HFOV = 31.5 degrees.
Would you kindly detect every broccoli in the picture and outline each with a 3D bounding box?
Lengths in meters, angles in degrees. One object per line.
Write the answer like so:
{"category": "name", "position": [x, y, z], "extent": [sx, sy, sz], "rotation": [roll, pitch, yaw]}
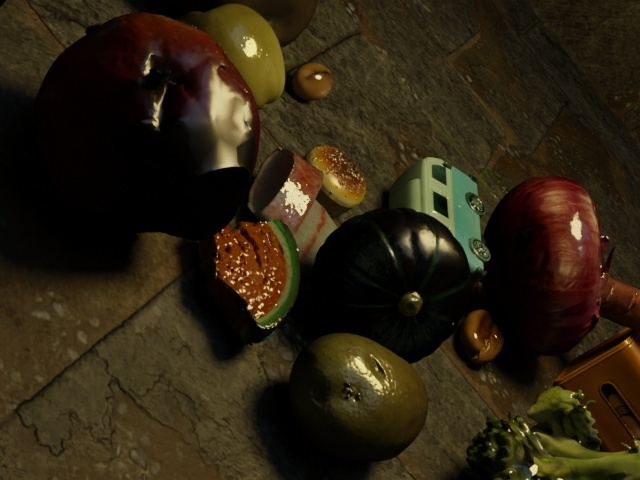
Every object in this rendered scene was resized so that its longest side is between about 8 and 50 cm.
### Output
{"category": "broccoli", "position": [0.376, 0.400, 1.689], "extent": [0.348, 0.281, 0.293], "rotation": [54, 28, 3]}

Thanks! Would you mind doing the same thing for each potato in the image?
{"category": "potato", "position": [0.061, 0.218, 1.573], "extent": [0.251, 0.159, 0.174], "rotation": [20, 65, -57]}

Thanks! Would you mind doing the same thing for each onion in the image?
{"category": "onion", "position": [0.384, 0.046, 2.125], "extent": [0.285, 0.347, 0.347], "rotation": [-3, 49, -6]}

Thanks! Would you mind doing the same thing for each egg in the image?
{"category": "egg", "position": [-0.019, -0.295, 2.113], "extent": [0.083, 0.071, 0.071], "rotation": [-6, 62, -43]}

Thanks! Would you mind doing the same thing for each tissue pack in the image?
{"category": "tissue pack", "position": [0.618, 0.328, 2.217], "extent": [0.274, 0.194, 0.145], "rotation": [55, 33, 6]}

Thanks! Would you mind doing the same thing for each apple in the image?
{"category": "apple", "position": [-0.150, -0.280, 1.791], "extent": [0.200, 0.200, 0.200], "rotation": [36, 33, -28]}

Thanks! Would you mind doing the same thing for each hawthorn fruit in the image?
{"category": "hawthorn fruit", "position": [-0.215, -0.135, 1.445], "extent": [0.316, 0.316, 0.316], "rotation": [36, 33, -28]}

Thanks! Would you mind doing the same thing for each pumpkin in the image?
{"category": "pumpkin", "position": [0.096, 0.061, 1.738], "extent": [0.248, 0.248, 0.248], "rotation": [36, 33, -28]}

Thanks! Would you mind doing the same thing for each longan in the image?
{"category": "longan", "position": [-0.135, -0.477, 1.941], "extent": [0.350, 0.288, 0.288], "rotation": [30, 35, -50]}

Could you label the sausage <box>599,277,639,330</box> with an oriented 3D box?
{"category": "sausage", "position": [0.528, 0.092, 2.264], "extent": [0.088, 0.088, 0.433], "rotation": [28, 2, -37]}

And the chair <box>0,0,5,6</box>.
{"category": "chair", "position": [-0.434, -0.419, 1.453], "extent": [0.141, 0.260, 0.154], "rotation": [1, 57, -55]}

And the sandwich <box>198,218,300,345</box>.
{"category": "sandwich", "position": [-0.105, 0.059, 1.599], "extent": [0.159, 0.079, 0.235], "rotation": [19, 38, -30]}

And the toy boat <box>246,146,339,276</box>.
{"category": "toy boat", "position": [0.000, 0.000, 1.823], "extent": [0.282, 0.096, 0.206], "rotation": [50, 33, -31]}

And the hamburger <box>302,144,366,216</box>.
{"category": "hamburger", "position": [0.021, -0.105, 1.939], "extent": [0.126, 0.081, 0.141], "rotation": [58, 22, 13]}

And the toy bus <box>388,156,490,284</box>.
{"category": "toy bus", "position": [0.205, -0.032, 2.078], "extent": [0.165, 0.133, 0.271], "rotation": [33, 36, -24]}

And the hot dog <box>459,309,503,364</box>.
{"category": "hot dog", "position": [0.289, 0.171, 2.054], "extent": [0.090, 0.060, 0.140], "rotation": [50, 35, -12]}
